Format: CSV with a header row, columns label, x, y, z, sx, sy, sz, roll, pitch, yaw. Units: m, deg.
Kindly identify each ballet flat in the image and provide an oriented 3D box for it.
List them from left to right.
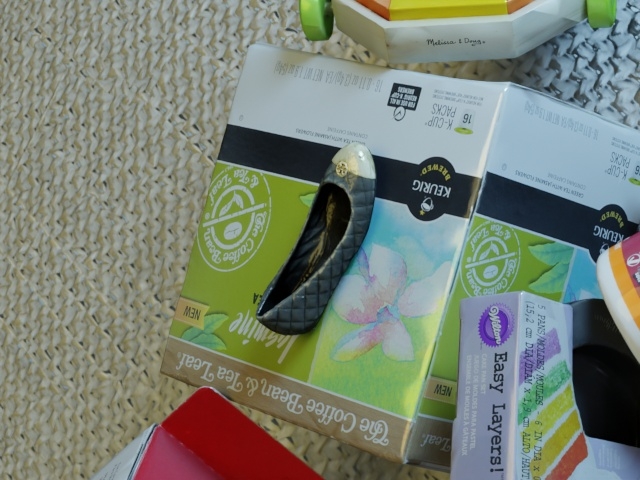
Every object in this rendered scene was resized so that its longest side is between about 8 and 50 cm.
label,x,y,z,sx,sy,sz,roll,pitch,yaw
ballet flat,0.000,0.000,1.610,0.057,0.049,0.173,29,99,44

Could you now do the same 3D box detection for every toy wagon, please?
label,x,y,z,sx,sy,sz,roll,pitch,yaw
toy wagon,0.131,-0.272,1.736,0.267,0.068,0.344,-1,41,13

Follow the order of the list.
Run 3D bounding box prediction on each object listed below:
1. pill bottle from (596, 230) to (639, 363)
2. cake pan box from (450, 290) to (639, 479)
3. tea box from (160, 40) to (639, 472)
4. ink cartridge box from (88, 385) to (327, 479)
label,x,y,z,sx,sy,sz,roll,pitch,yaw
pill bottle,0.331,0.013,1.481,0.221,0.121,0.121,-30,57,18
cake pan box,0.202,0.181,1.528,0.070,0.246,0.266,-9,71,41
tea box,0.073,0.019,1.727,0.329,0.220,0.323,14,89,47
ink cartridge box,-0.086,0.322,1.733,0.272,0.309,0.130,-43,14,29
